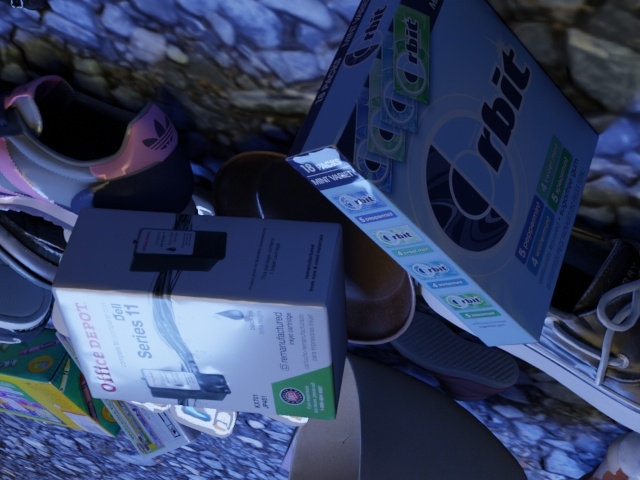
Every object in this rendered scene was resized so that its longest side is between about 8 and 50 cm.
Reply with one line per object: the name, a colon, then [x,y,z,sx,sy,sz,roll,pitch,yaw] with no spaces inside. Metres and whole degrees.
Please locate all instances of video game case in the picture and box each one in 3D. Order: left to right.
video game case: [-0.247,0.176,1.294,0.212,0.023,0.193,55,148,-1]

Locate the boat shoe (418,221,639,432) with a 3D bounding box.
boat shoe: [0.210,0.045,0.716,0.306,0.113,0.105,30,151,22]

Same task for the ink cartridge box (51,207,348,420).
ink cartridge box: [-0.088,0.059,0.805,0.208,0.086,0.153,4,138,8]

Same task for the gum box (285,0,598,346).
gum box: [0.080,-0.054,0.587,0.041,0.157,0.184,-11,136,47]

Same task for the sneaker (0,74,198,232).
sneaker: [-0.253,-0.092,0.859,0.319,0.112,0.131,12,134,14]

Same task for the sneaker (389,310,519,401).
sneaker: [0.114,0.116,0.972,0.134,0.051,0.070,23,148,-8]

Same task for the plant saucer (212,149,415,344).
plant saucer: [0.000,0.000,0.832,0.199,0.036,0.198,26,143,22]

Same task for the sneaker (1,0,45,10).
sneaker: [-0.173,-0.185,0.655,0.152,0.058,0.084,19,147,19]

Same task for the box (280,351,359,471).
box: [0.008,0.218,1.223,0.067,0.063,0.324,22,152,1]

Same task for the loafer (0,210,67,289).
loafer: [-0.236,0.016,1.056,0.084,0.096,0.267,-38,125,16]

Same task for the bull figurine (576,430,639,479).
bull figurine: [0.333,0.256,0.998,0.188,0.101,0.310,22,152,0]

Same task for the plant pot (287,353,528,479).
plant pot: [0.085,0.260,0.960,0.191,0.284,0.284,11,155,-12]

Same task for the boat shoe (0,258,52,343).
boat shoe: [-0.477,0.047,1.245,0.303,0.114,0.091,26,147,-3]

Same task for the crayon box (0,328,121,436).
crayon box: [-0.426,0.197,1.502,0.278,0.081,0.165,5,147,33]

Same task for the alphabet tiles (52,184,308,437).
alphabet tiles: [-0.121,0.072,0.986,0.278,0.021,0.284,20,127,3]
